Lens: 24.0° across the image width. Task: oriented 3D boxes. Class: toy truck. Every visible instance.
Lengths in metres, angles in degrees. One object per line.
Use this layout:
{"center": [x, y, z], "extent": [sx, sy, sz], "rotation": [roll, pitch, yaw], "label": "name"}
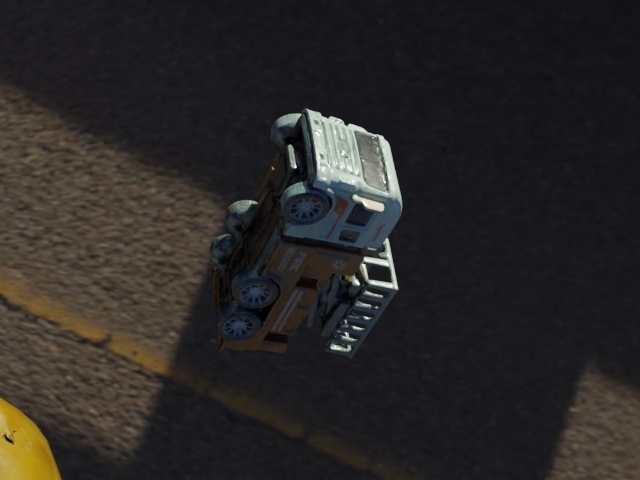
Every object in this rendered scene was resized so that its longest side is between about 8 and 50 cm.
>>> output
{"center": [0.000, 0.001, 1.018], "extent": [0.115, 0.177, 0.080], "rotation": [11, 45, -20], "label": "toy truck"}

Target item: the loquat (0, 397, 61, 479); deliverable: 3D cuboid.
{"center": [-0.323, 0.233, 1.257], "extent": [0.235, 0.235, 0.235], "rotation": [0, 91, -27], "label": "loquat"}
